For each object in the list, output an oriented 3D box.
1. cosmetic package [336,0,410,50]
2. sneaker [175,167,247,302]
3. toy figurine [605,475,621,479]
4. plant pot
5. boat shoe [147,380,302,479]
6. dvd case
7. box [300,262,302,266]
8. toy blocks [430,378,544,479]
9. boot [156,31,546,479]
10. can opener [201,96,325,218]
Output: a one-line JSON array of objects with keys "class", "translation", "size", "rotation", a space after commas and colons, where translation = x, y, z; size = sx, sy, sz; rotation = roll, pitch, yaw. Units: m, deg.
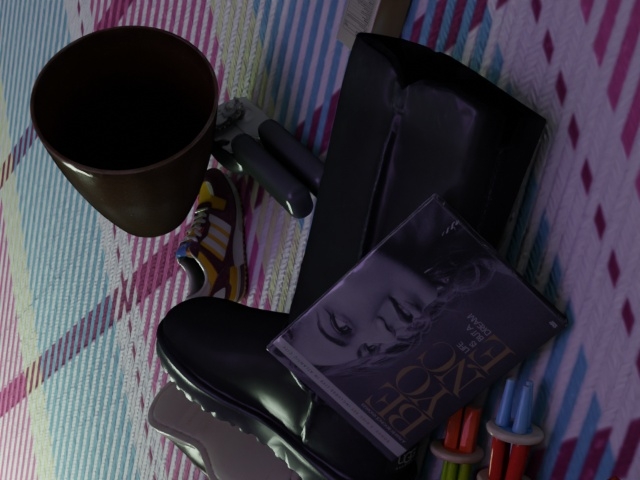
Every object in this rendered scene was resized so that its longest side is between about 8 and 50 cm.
[{"class": "cosmetic package", "translation": [0.061, -0.251, 1.167], "size": [0.060, 0.041, 0.115], "rotation": [49, 130, 45]}, {"class": "sneaker", "translation": [-0.149, -0.007, 1.465], "size": [0.069, 0.084, 0.185], "rotation": [-27, 69, 55]}, {"class": "toy figurine", "translation": [0.190, 0.305, 0.832], "size": [0.148, 0.210, 0.213], "rotation": [48, 130, 39]}, {"class": "plant pot", "translation": [-0.225, -0.106, 1.378], "size": [0.230, 0.215, 0.215], "rotation": [91, 160, -59]}, {"class": "boat shoe", "translation": [-0.100, 0.260, 1.388], "size": [0.116, 0.097, 0.324], "rotation": [-53, 35, -15]}, {"class": "dvd case", "translation": [0.082, 0.084, 1.003], "size": [0.221, 0.164, 0.018], "rotation": [-43, 9, 25]}, {"class": "box", "translation": [0.010, 0.046, 1.278], "size": [0.083, 0.018, 0.067], "rotation": [-30, 65, 54]}, {"class": "toy blocks", "translation": [0.151, 0.188, 1.030], "size": [0.123, 0.054, 0.148], "rotation": [26, 111, 56]}, {"class": "boot", "translation": [0.002, 0.001, 1.135], "size": [0.367, 0.146, 0.445], "rotation": [30, 123, 31]}, {"class": "can opener", "translation": [-0.064, -0.101, 1.359], "size": [0.280, 0.074, 0.093], "rotation": [41, 158, 52]}]
